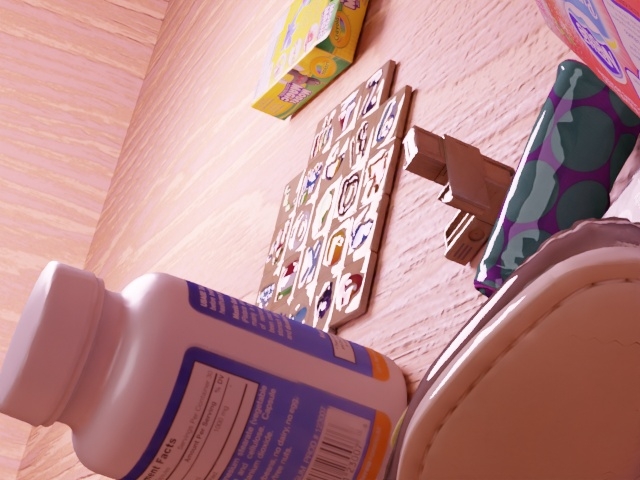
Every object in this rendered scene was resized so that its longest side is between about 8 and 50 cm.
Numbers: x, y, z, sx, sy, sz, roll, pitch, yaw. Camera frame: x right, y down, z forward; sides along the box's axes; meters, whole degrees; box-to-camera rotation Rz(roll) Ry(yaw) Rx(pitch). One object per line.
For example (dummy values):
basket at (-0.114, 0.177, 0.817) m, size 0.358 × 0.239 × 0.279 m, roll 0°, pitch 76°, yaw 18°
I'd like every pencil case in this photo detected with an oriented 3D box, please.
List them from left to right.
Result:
pencil case at (0.144, -0.027, 0.724) m, size 0.064 × 0.070 × 0.151 m, roll 20°, pitch 85°, yaw 37°

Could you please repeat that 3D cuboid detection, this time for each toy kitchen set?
toy kitchen set at (0.086, -0.021, 0.853) m, size 0.075 × 0.083 × 0.068 m, roll -56°, pitch 21°, yaw 34°

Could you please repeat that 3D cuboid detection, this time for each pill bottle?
pill bottle at (-0.087, 0.113, 0.894) m, size 0.152 × 0.272 × 0.152 m, roll -55°, pitch 22°, yaw 35°

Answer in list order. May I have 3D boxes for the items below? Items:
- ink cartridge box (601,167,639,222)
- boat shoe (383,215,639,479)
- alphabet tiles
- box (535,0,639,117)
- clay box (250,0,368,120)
ink cartridge box at (0.191, 0.025, 0.567) m, size 0.208 × 0.045 × 0.206 m, roll -61°, pitch 20°, yaw 26°
boat shoe at (0.089, 0.105, 0.603) m, size 0.096 × 0.117 × 0.324 m, roll -83°, pitch 6°, yaw -50°
alphabet tiles at (0.000, 0.000, 1.198) m, size 0.285 × 0.011 × 0.342 m, roll -35°, pitch 38°, yaw 59°
box at (0.175, -0.138, 0.524) m, size 0.142 × 0.154 × 0.300 m, roll -30°, pitch 29°, yaw 6°
clay box at (-0.004, -0.234, 1.405) m, size 0.222 × 0.053 × 0.127 m, roll -29°, pitch 43°, yaw 61°
